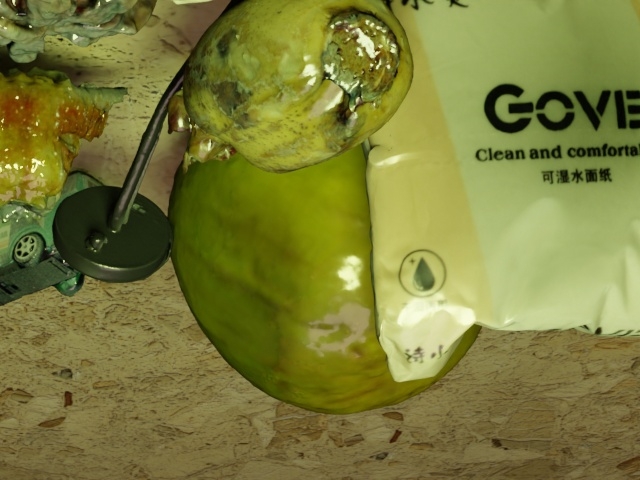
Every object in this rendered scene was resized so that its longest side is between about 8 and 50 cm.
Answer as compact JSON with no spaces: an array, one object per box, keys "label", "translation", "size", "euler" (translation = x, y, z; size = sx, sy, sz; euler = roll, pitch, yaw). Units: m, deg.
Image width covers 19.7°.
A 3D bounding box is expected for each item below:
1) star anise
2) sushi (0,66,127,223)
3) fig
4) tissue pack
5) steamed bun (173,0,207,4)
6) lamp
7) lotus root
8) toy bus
[{"label":"star anise","translation":[-0.258,-0.205,1.575],"size":[0.262,0.081,0.230],"euler":[2,172,-21]},{"label":"sushi","translation":[-0.318,-0.090,1.672],"size":[0.274,0.139,0.184],"euler":[6,178,-6]},{"label":"fig","translation":[0.003,-0.007,1.786],"size":[0.343,0.343,0.343],"euler":[-5,154,-2]},{"label":"tissue pack","translation":[0.195,-0.082,1.624],"size":[0.375,0.390,0.195],"euler":[-3,171,-23]},{"label":"steamed bun","translation":[-0.061,-0.282,1.375],"size":[0.241,0.146,0.164],"euler":[-16,160,19]},{"label":"lamp","translation":[-0.124,-0.135,1.655],"size":[0.130,0.108,0.371],"euler":[25,111,2]},{"label":"lotus root","translation":[-0.035,-0.128,1.494],"size":[0.154,0.154,0.278],"euler":[11,163,-30]},{"label":"toy bus","translation":[-0.338,0.016,1.985],"size":[0.261,0.109,0.091],"euler":[-19,150,21]}]
